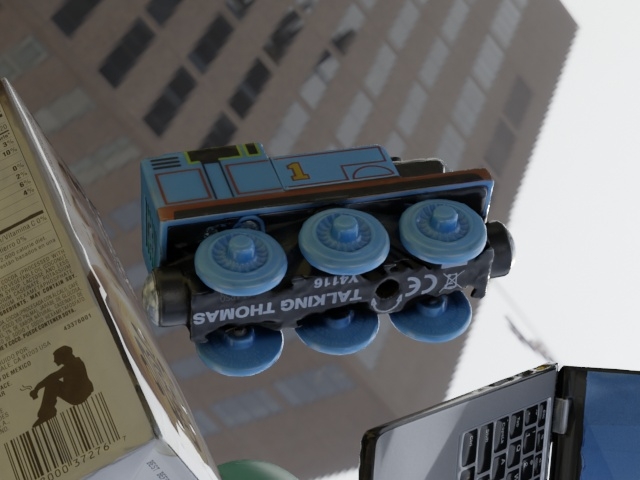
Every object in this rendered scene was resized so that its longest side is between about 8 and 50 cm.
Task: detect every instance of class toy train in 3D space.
[{"bbox_3d":[0.000,0.000,0.670,0.184,0.080,0.105,-9,-136,-15],"label":"toy train"}]

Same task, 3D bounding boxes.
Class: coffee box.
[{"bbox_3d":[-0.170,0.066,0.846,0.119,0.168,0.297,-29,-126,-2],"label":"coffee box"}]

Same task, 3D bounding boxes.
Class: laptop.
[{"bbox_3d":[0.228,0.306,1.033,0.236,0.381,0.408,11,-168,37],"label":"laptop"}]

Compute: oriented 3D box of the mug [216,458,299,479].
[{"bbox_3d":[-0.073,0.250,1.126,0.158,0.129,0.097,-15,-161,-22],"label":"mug"}]
